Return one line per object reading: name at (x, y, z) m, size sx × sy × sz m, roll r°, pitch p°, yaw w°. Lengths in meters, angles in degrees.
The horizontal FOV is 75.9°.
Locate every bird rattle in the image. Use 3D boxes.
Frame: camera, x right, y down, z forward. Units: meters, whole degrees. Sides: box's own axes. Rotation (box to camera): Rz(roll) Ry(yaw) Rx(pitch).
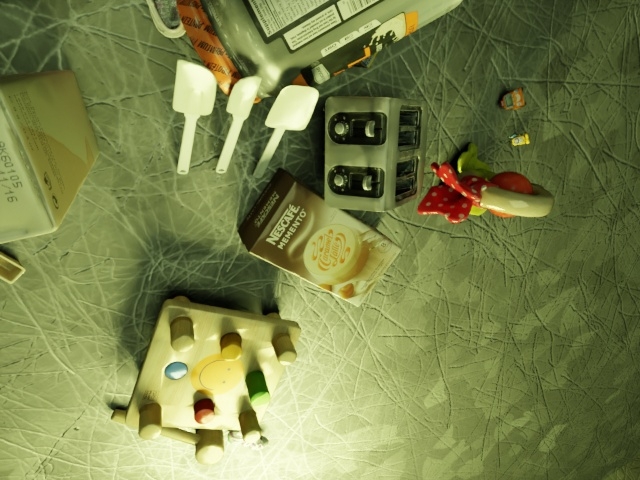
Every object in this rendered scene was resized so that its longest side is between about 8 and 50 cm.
bird rattle at (0.296, -0.095, 0.714) m, size 0.207 × 0.254 × 0.142 m, roll 16°, pitch 105°, yaw 19°

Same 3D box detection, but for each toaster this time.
toaster at (0.092, -0.140, 0.657) m, size 0.186 × 0.110 × 0.167 m, roll -23°, pitch 119°, yaw -54°

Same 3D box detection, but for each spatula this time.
spatula at (-0.117, -0.144, 0.567) m, size 0.169 × 0.242 × 0.019 m, roll 0°, pitch 69°, yaw -22°

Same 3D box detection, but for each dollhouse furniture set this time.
dollhouse furniture set at (-0.463, 0.014, 0.565) m, size 0.091 × 0.081 × 0.114 m, roll -44°, pitch 121°, yaw 2°

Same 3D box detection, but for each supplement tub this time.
supplement tub at (-0.001, -0.308, 0.506) m, size 0.316 × 0.193 × 0.193 m, roll -25°, pitch 121°, yaw 12°

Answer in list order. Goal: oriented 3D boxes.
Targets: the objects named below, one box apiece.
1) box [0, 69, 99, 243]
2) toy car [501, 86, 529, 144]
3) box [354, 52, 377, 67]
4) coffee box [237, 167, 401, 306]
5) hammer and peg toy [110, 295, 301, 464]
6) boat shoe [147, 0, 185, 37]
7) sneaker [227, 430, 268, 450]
box at (-0.338, -0.103, 0.426) m, size 0.148 × 0.311 × 0.121 m, roll -14°, pitch 117°, yaw -14°
toy car at (0.377, -0.233, 0.792) m, size 0.041 × 0.060 × 0.121 m, roll -12°, pitch 114°, yaw 20°
box at (0.085, -0.354, 0.623) m, size 0.059 × 0.054 × 0.168 m, roll 25°, pitch 102°, yaw -29°
coffee box at (0.000, 0.000, 0.726) m, size 0.247 × 0.098 × 0.141 m, roll 29°, pitch 100°, yaw -29°
hammer and peg toy at (-0.216, 0.285, 0.756) m, size 0.266 × 0.127 × 0.360 m, roll 17°, pitch 106°, yaw -27°
boat shoe at (-0.206, -0.353, 0.506) m, size 0.066 × 0.063 × 0.183 m, roll -9°, pitch 116°, yaw -17°
sneaker at (-0.146, 0.418, 0.896) m, size 0.098 × 0.038 × 0.069 m, roll 23°, pitch 104°, yaw -28°
